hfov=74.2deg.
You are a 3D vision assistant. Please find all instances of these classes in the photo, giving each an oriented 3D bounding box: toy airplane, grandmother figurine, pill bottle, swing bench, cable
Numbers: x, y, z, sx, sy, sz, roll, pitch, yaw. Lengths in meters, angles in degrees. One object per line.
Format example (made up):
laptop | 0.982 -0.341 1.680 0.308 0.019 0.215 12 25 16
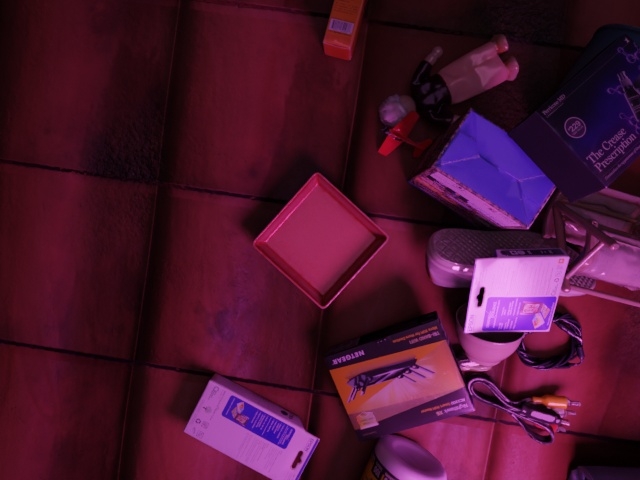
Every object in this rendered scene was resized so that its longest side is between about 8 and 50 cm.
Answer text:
toy airplane | 0.216 -0.254 1.074 0.151 0.151 0.028 -3 54 2
grandmother figurine | 0.311 -0.376 1.067 0.342 0.104 0.208 -24 79 6
pill bottle | 0.169 0.690 1.070 0.188 0.188 0.334 22 93 1
swing bench | 0.691 0.006 0.998 0.253 0.255 0.165 15 134 -7
cable | 0.523 0.441 1.127 0.287 0.072 0.139 17 110 13
cable | 0.594 0.260 1.105 0.184 0.047 0.151 1 92 3

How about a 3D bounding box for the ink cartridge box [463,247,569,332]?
ink cartridge box | 0.437 0.118 0.970 0.208 0.045 0.206 -1 116 -2

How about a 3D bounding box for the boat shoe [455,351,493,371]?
boat shoe | 0.373 0.318 1.117 0.152 0.056 0.049 -2 78 3

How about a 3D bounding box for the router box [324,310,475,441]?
router box | 0.197 0.348 1.081 0.309 0.081 0.243 -23 91 14

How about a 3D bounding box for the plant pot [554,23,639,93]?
plant pot | 0.663 -0.300 0.983 0.271 0.271 0.255 37 108 0

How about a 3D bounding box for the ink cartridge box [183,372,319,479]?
ink cartridge box | -0.181 0.510 1.139 0.332 0.065 0.165 29 93 2

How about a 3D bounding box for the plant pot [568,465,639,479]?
plant pot | 0.800 0.691 0.992 0.334 0.341 0.341 2 93 10

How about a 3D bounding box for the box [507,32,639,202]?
box | 0.521 -0.229 0.797 0.261 0.103 0.184 -40 83 -12

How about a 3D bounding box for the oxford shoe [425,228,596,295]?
oxford shoe | 0.466 0.065 1.069 0.449 0.130 0.169 7 52 -7

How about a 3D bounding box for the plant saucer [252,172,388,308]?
plant saucer | 0.000 0.000 1.117 0.258 0.048 0.259 42 94 0

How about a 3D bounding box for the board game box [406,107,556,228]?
board game box | 0.356 -0.146 0.973 0.232 0.291 0.141 33 92 0

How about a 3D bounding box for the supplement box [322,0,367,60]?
supplement box | 0.073 -0.591 1.073 0.080 0.078 0.233 18 93 4

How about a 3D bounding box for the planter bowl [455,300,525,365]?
planter bowl | 0.418 0.244 1.068 0.162 0.162 0.109 0 118 2
